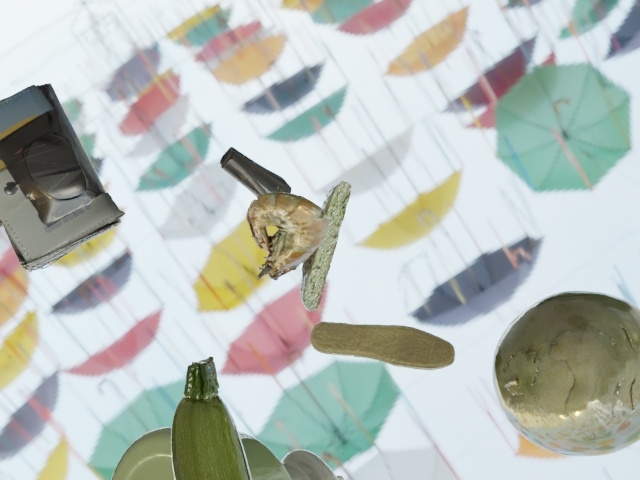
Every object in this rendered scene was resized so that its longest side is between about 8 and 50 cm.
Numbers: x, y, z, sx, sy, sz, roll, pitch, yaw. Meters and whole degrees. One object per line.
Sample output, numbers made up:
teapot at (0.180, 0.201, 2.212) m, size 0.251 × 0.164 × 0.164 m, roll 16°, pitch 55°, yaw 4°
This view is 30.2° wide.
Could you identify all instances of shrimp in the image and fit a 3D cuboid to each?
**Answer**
shrimp at (-0.051, -0.002, 1.449) m, size 0.180 × 0.099 × 0.041 m, roll 122°, pitch -13°, yaw -54°

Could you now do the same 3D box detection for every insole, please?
insole at (0.106, 0.175, 2.017) m, size 0.247 × 0.011 × 0.081 m, roll 7°, pitch -124°, yaw 3°

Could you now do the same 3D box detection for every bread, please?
bread at (-0.001, 0.003, 1.744) m, size 0.112 × 0.036 × 0.193 m, roll -148°, pitch -106°, yaw -82°

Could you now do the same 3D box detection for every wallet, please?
wallet at (-0.390, -0.087, 1.624) m, size 0.170 × 0.231 × 0.069 m, roll -29°, pitch -177°, yaw -17°

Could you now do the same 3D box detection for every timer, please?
timer at (-0.089, 0.381, 1.628) m, size 0.290 × 0.291 × 0.315 m, roll -10°, pitch 175°, yaw 42°

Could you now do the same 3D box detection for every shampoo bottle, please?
shampoo bottle at (-0.072, -0.072, 1.547) m, size 0.027 × 0.137 × 0.048 m, roll -16°, pitch -134°, yaw 49°

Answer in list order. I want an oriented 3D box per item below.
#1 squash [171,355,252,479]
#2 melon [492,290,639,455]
squash at (-0.084, 0.227, 1.004) m, size 0.066 × 0.252 × 0.066 m, roll -16°, pitch 167°, yaw -4°
melon at (0.415, 0.214, 1.907) m, size 0.330 × 0.269 × 0.268 m, roll -5°, pitch -179°, yaw -43°
